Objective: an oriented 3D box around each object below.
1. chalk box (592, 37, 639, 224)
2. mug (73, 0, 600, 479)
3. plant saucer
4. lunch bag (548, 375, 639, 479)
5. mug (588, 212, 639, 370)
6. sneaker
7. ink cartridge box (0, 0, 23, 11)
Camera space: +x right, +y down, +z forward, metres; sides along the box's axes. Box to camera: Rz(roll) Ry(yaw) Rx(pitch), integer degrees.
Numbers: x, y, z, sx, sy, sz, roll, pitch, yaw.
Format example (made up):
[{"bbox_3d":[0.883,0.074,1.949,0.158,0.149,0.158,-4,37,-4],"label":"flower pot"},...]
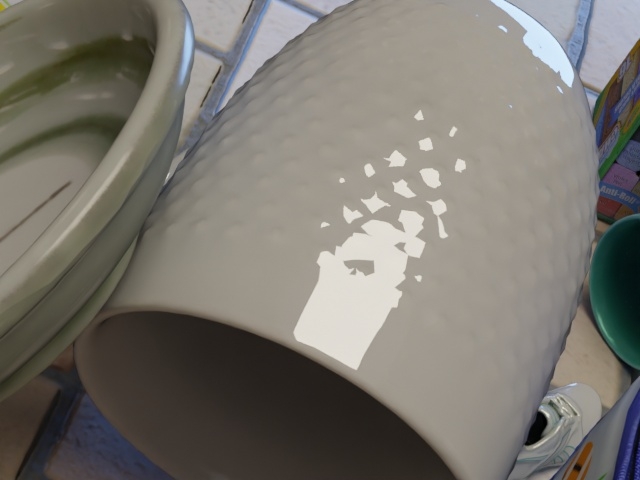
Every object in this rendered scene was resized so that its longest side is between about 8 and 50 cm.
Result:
[{"bbox_3d":[0.321,-0.079,1.461,0.132,0.132,0.213,26,44,-5],"label":"chalk box"},{"bbox_3d":[0.000,0.000,1.099,0.276,0.374,0.328,54,52,-36],"label":"mug"},{"bbox_3d":[-0.219,0.006,0.977,0.100,0.401,0.400,51,33,-30],"label":"plant saucer"},{"bbox_3d":[0.176,0.295,0.887,0.239,0.328,0.385,8,48,-23],"label":"lunch bag"},{"bbox_3d":[0.297,0.049,1.342,0.097,0.157,0.129,-11,31,-34],"label":"mug"},{"bbox_3d":[0.170,0.141,1.223,0.054,0.061,0.152,44,43,19],"label":"sneaker"},{"bbox_3d":[-0.239,-0.153,1.264,0.189,0.097,0.255,31,44,3],"label":"ink cartridge box"}]
